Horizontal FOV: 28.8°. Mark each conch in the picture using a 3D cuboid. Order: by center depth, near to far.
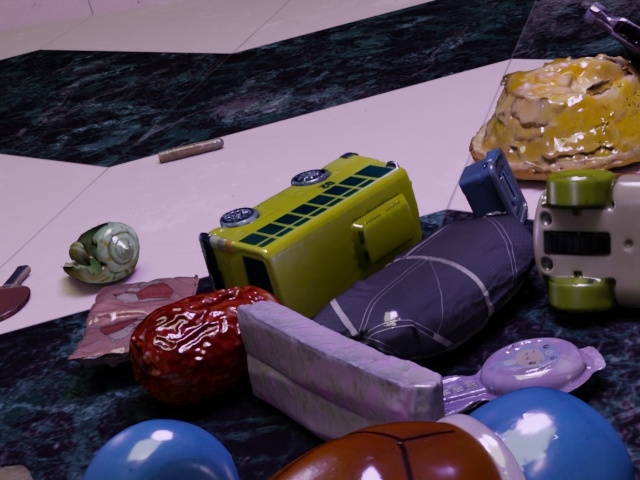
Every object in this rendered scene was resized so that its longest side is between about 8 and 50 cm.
[{"bbox_3d":[-0.314,0.023,1.705,0.106,0.079,0.170,-23,8,-37],"label":"conch"}]

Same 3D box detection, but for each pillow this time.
[{"bbox_3d":[0.123,0.050,1.360,0.161,0.092,0.335,4,27,43],"label":"pillow"},{"bbox_3d":[-0.217,0.098,1.498,0.135,0.049,0.248,-11,18,3],"label":"pillow"}]

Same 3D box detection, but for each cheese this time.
[{"bbox_3d":[0.178,0.135,1.193,0.191,0.042,0.105,-16,21,-1],"label":"cheese"}]

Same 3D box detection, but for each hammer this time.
[{"bbox_3d":[0.464,-0.257,1.787,0.137,0.037,0.290,38,7,22],"label":"hammer"}]

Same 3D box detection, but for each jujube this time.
[{"bbox_3d":[-0.116,0.108,1.337,0.176,0.112,0.109,-20,-17,-26],"label":"jujube"}]

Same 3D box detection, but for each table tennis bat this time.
[{"bbox_3d":[-0.439,0.077,1.716,0.095,0.014,0.158,-9,25,16],"label":"table tennis bat"}]

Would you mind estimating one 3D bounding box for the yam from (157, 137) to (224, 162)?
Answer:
[{"bbox_3d":[-0.222,-0.155,2.129,0.116,0.021,0.021,-14,22,0],"label":"yam"}]

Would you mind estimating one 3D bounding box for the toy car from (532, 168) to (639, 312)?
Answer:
[{"bbox_3d":[0.359,-0.009,1.340,0.235,0.145,0.235,-3,9,0],"label":"toy car"}]

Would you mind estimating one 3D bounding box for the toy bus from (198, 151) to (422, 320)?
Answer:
[{"bbox_3d":[0.000,0.000,1.503,0.262,0.128,0.150,-32,29,-34],"label":"toy bus"}]

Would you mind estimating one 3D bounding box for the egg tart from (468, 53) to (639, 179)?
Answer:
[{"bbox_3d":[0.355,-0.184,1.747,0.315,0.120,0.315,-10,23,4],"label":"egg tart"}]

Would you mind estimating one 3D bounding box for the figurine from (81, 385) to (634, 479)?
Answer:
[{"bbox_3d":[0.028,0.230,0.884,0.416,0.243,0.298,-1,6,-26],"label":"figurine"}]

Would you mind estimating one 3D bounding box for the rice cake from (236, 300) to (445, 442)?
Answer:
[{"bbox_3d":[0.019,0.141,1.187,0.050,0.106,0.298,-15,20,-32],"label":"rice cake"}]

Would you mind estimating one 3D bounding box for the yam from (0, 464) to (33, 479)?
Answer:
[{"bbox_3d":[-0.331,0.287,0.974,0.268,0.161,0.161,-19,23,-11],"label":"yam"}]

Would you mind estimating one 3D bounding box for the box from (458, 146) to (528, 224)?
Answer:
[{"bbox_3d":[0.216,-0.058,1.564,0.054,0.099,0.074,-19,19,26],"label":"box"}]
